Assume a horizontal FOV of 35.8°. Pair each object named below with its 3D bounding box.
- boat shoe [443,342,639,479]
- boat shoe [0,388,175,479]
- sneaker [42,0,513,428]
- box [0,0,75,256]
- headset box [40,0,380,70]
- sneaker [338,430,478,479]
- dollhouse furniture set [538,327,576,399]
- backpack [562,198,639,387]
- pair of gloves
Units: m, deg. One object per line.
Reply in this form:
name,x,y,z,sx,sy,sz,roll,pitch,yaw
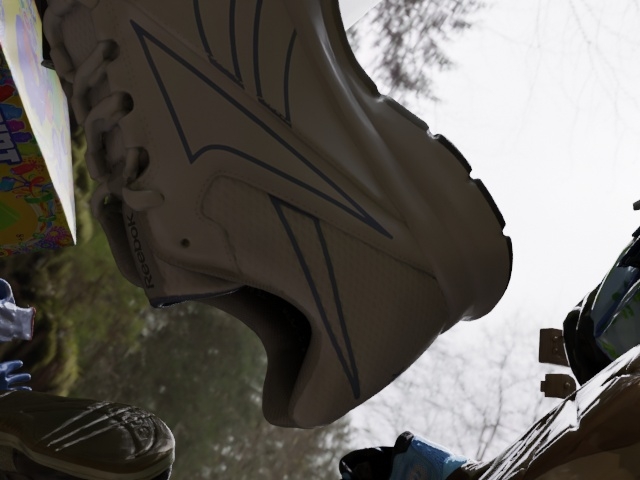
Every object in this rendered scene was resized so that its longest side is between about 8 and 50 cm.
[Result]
boat shoe,0.096,0.174,0.489,0.110,0.121,0.341,44,-36,9
boat shoe,-0.177,0.150,0.670,0.223,0.080,0.073,3,-76,39
sneaker,-0.044,-0.051,0.388,0.297,0.129,0.111,51,-25,-12
box,-0.358,-0.123,0.761,0.279,0.177,0.290,-9,-33,-6
headset box,-0.033,-0.243,0.582,0.131,0.283,0.246,17,-59,14
sneaker,0.040,0.168,0.673,0.073,0.063,0.162,39,-44,-4
dollhouse furniture set,0.397,0.204,1.383,0.144,0.151,0.123,12,-13,-31
backpack,0.322,0.027,0.545,0.290,0.273,0.355,48,-62,21
pair of gloves,-0.426,0.150,1.304,0.023,0.198,0.159,4,-8,17
